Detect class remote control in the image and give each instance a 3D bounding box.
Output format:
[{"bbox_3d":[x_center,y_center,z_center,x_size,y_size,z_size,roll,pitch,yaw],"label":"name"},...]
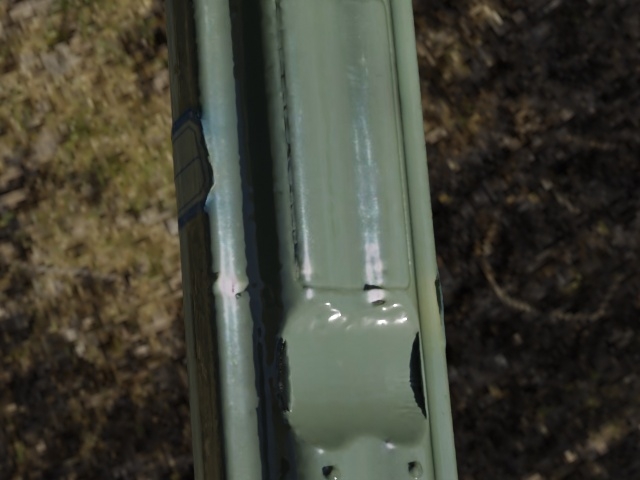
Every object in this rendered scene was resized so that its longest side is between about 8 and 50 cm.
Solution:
[{"bbox_3d":[0.000,0.000,0.690,0.128,0.335,0.065,2,167,-33],"label":"remote control"}]
